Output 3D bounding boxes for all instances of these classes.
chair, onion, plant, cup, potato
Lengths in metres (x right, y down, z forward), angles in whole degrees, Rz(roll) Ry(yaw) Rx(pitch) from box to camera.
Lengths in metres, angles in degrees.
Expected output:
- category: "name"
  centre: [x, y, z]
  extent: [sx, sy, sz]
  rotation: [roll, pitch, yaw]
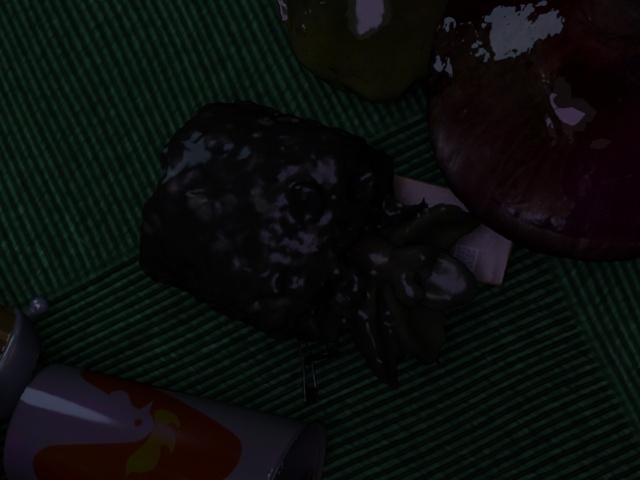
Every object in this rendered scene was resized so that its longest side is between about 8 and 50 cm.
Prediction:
- category: "chair"
  centre: [-0.001, 0.124, 1.791]
  extent: [0.042, 0.037, 0.086]
  rotation: [-10, 82, 20]
- category: "onion"
  centre: [0.265, -0.161, 1.590]
  extent: [0.348, 0.385, 0.347]
  rotation: [0, 75, -1]
- category: "plant"
  centre: [0.000, 0.000, 1.688]
  extent: [0.312, 0.213, 0.215]
  rotation: [26, 94, 24]
- category: "cup"
  centre: [-0.160, 0.229, 1.746]
  extent: [0.288, 0.203, 0.203]
  rotation: [17, 91, 17]
- category: "potato"
  centre: [0.049, -0.262, 1.746]
  extent: [0.197, 0.148, 0.228]
  rotation: [26, 95, 24]

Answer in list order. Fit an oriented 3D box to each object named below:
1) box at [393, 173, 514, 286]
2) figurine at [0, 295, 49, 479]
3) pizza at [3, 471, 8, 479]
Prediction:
- category: "box"
  centre: [0.122, -0.013, 1.784]
  extent: [0.156, 0.022, 0.089]
  rotation: [13, 92, 10]
- category: "figurine"
  centre: [-0.357, 0.186, 1.777]
  extent: [0.133, 0.194, 0.274]
  rotation: [14, 59, -26]
- category: "pizza"
  centre: [-0.302, 0.313, 1.810]
  extent: [0.201, 0.053, 0.193]
  rotation: [-31, 67, 19]
